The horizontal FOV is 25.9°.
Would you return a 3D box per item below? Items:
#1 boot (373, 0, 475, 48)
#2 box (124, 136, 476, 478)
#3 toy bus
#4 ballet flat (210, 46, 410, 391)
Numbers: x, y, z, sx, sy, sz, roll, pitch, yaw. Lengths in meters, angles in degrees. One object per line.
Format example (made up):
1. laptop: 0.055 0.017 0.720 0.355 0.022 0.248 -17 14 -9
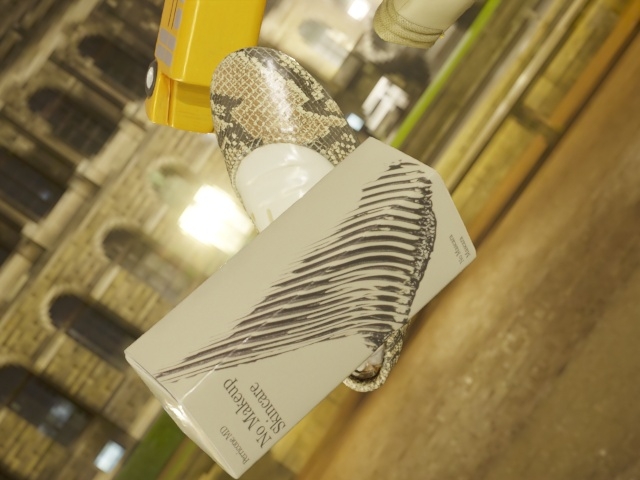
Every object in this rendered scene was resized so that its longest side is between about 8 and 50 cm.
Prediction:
1. boot: 0.192 -0.342 1.760 0.262 0.095 0.203 -31 -12 -48
2. box: -0.012 0.050 1.116 0.275 0.113 0.094 -43 41 -14
3. toy bus: -0.132 -0.298 1.751 0.130 0.108 0.333 -140 61 -64
4. ballet flat: 0.000 0.000 1.658 0.164 0.483 0.182 -13 39 15
